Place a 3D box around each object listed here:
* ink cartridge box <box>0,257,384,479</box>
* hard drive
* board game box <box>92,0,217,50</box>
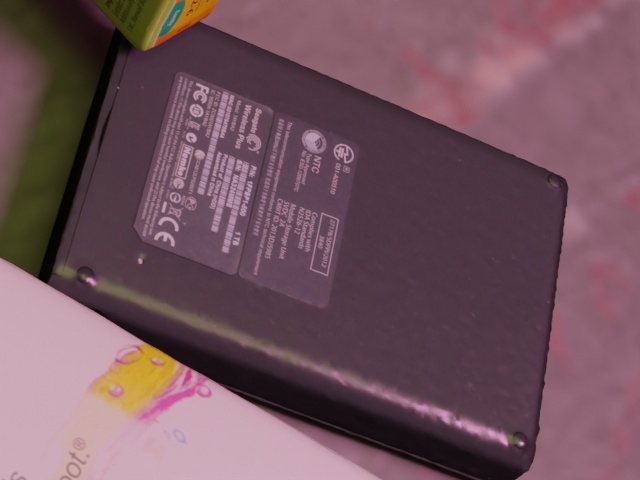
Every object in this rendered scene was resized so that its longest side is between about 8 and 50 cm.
[{"bbox_3d":[-0.075,0.094,0.349,0.212,0.093,0.154,32,54,-10],"label":"ink cartridge box"},{"bbox_3d":[0.000,0.000,0.480,0.135,0.022,0.094,22,56,-15],"label":"hard drive"},{"bbox_3d":[-0.101,-0.179,0.449,0.259,0.124,0.039,45,49,8],"label":"board game box"}]
